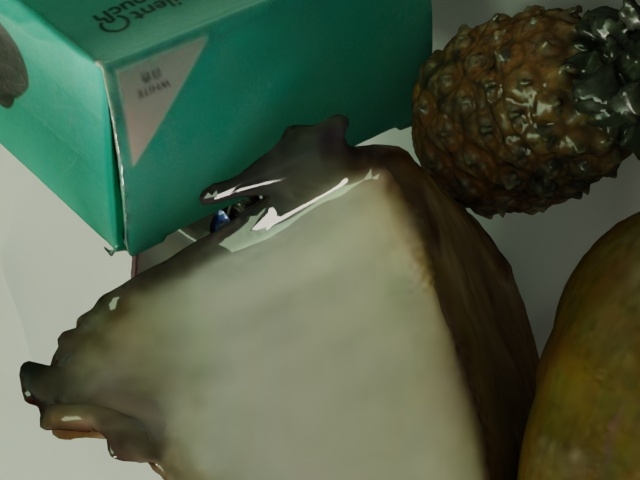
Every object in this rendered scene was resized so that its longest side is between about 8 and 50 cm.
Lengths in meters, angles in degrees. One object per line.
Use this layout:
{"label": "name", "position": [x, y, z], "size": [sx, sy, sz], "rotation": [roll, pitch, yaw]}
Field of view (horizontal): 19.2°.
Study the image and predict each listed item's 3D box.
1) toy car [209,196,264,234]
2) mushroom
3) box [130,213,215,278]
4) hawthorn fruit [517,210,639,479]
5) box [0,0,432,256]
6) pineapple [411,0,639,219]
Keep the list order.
{"label": "toy car", "position": [0.000, 0.000, 1.184], "size": [0.216, 0.063, 0.103], "rotation": [49, 147, 19]}
{"label": "mushroom", "position": [0.050, 0.163, 0.994], "size": [0.397, 0.224, 0.314], "rotation": [39, -153, -63]}
{"label": "box", "position": [-0.089, 0.000, 1.301], "size": [0.063, 0.060, 0.085], "rotation": [33, 141, 22]}
{"label": "hawthorn fruit", "position": [0.241, 0.107, 0.808], "size": [0.301, 0.268, 0.268], "rotation": [18, 134, 24]}
{"label": "box", "position": [-0.110, -0.146, 1.026], "size": [0.311, 0.205, 0.118], "rotation": [40, 147, 38]}
{"label": "pineapple", "position": [0.136, -0.072, 0.919], "size": [0.197, 0.108, 0.108], "rotation": [-12, 110, 46]}
